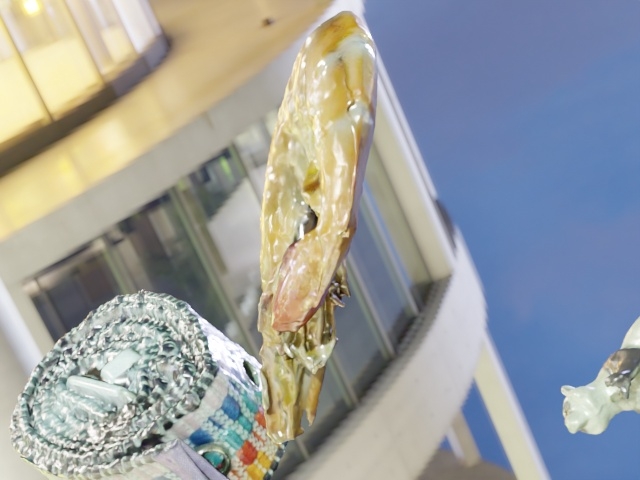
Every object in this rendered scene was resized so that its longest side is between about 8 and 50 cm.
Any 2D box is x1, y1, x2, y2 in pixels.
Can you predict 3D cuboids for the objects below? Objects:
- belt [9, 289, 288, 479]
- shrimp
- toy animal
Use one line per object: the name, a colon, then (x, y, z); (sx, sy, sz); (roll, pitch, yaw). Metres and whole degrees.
belt: (-0.141, 0.169, 1.227); (0.295, 0.160, 0.207); (0, -130, 48)
shrimp: (0.000, 0.000, 0.844); (0.062, 0.287, 0.152); (4, -171, -15)
toy animal: (0.339, 0.123, 1.362); (0.225, 0.094, 0.121); (-45, -168, -4)
